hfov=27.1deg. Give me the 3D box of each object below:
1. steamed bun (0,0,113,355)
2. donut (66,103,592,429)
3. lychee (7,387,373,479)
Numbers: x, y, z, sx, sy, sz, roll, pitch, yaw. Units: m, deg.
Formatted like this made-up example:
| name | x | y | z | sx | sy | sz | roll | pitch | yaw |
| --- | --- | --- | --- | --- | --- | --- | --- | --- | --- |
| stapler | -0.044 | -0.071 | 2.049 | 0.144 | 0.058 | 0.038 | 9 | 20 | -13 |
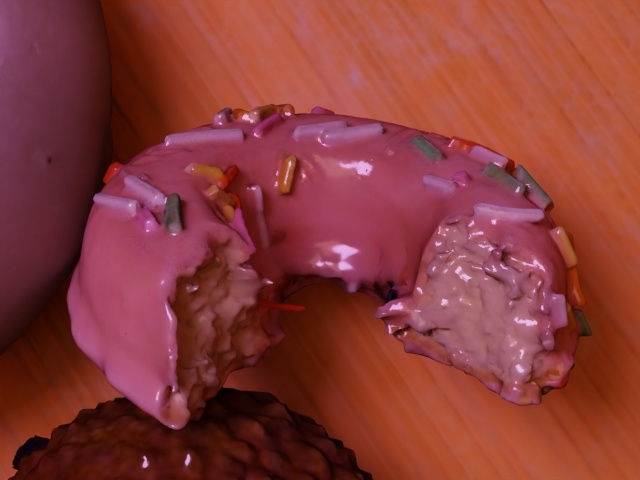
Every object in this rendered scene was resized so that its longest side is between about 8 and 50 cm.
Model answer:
| name | x | y | z | sx | sy | sz | roll | pitch | yaw |
| --- | --- | --- | --- | --- | --- | --- | --- | --- | --- |
| steamed bun | -0.255 | -0.063 | 0.644 | 0.324 | 0.206 | 0.324 | 0 | 87 | 6 |
| donut | 0.000 | 0.000 | 0.611 | 0.233 | 0.199 | 0.085 | -4 | 120 | -15 |
| lychee | -0.056 | 0.154 | 0.603 | 0.238 | 0.200 | 0.200 | 34 | 89 | 32 |
